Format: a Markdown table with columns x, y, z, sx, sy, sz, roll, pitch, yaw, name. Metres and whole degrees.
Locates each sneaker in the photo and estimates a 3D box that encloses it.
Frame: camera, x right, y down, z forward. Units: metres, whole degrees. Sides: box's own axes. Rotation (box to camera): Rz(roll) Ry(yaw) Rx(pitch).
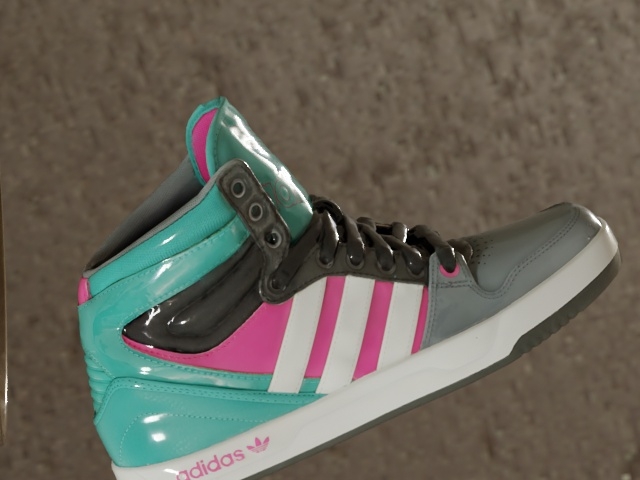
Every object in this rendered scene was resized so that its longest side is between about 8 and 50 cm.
| x | y | z | sx | sy | sz | roll | pitch | yaw | name |
| --- | --- | --- | --- | --- | --- | --- | --- | --- | --- |
| 0.000 | 0.000 | 0.973 | 0.295 | 0.124 | 0.178 | -25 | 102 | -11 | sneaker |

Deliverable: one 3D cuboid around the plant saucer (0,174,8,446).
| x | y | z | sx | sy | sz | roll | pitch | yaw | name |
| --- | --- | --- | --- | --- | --- | --- | --- | --- | --- |
| -0.268 | 0.023 | 1.456 | 0.041 | 0.278 | 0.278 | -1 | 75 | -7 | plant saucer |
